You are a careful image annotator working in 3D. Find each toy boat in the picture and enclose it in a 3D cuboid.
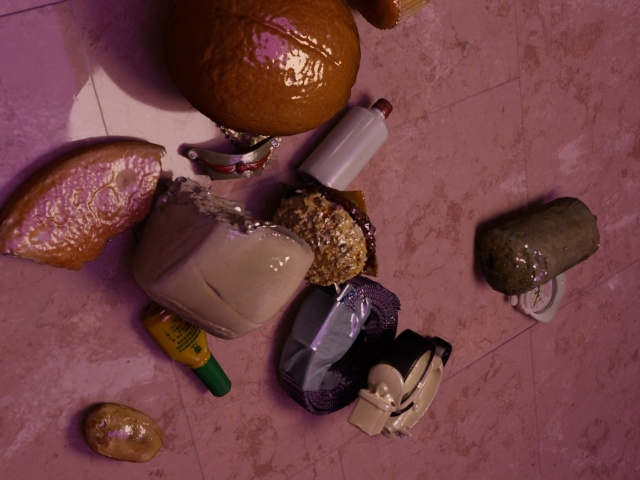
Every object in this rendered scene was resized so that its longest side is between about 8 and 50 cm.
[{"bbox_3d":[-0.165,-0.155,1.640,0.185,0.089,0.071,-10,101,-19],"label":"toy boat"}]

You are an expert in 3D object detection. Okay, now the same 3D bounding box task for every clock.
[{"bbox_3d":[0.194,0.339,1.998,0.276,0.120,0.379,-60,156,-1],"label":"clock"},{"bbox_3d":[0.587,0.136,2.328,0.191,0.062,0.151,22,91,-39],"label":"clock"}]

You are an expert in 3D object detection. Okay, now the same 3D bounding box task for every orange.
[{"bbox_3d":[-0.094,-0.341,1.486,0.357,0.322,0.322,17,94,-35],"label":"orange"}]

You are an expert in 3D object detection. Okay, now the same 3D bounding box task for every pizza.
[{"bbox_3d":[-0.414,-0.060,1.486,0.365,0.074,0.182,-40,123,-21],"label":"pizza"}]

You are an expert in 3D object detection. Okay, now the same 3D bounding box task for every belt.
[{"bbox_3d":[0.040,0.229,1.902,0.260,0.122,0.324,38,83,-46],"label":"belt"}]

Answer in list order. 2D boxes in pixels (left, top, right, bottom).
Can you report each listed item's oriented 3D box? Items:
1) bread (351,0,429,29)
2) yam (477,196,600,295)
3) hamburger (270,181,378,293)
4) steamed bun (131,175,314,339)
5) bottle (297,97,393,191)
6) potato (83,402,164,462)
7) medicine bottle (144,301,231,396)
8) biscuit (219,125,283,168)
[{"bbox_3d":[0.114,-0.544,1.671,0.133,0.179,0.250,-34,123,-19],"label":"bread"},{"bbox_3d":[0.553,0.015,2.177,0.300,0.195,0.195,-22,117,-30],"label":"yam"},{"bbox_3d":[0.000,0.000,1.726,0.138,0.243,0.261,-49,132,-38],"label":"hamburger"},{"bbox_3d":[-0.171,0.030,1.552,0.290,0.272,0.273,27,75,-30],"label":"steamed bun"},{"bbox_3d":[0.065,-0.202,1.790,0.245,0.104,0.104,-50,128,-13],"label":"bottle"},{"bbox_3d":[-0.381,0.375,1.649,0.107,0.080,0.170,-49,130,1],"label":"potato"},{"bbox_3d":[-0.255,0.218,1.702,0.095,0.064,0.260,-49,128,-26],"label":"medicine bottle"},{"bbox_3d":[-0.134,-0.249,1.677,0.144,0.016,0.203,-52,127,-12],"label":"biscuit"}]
